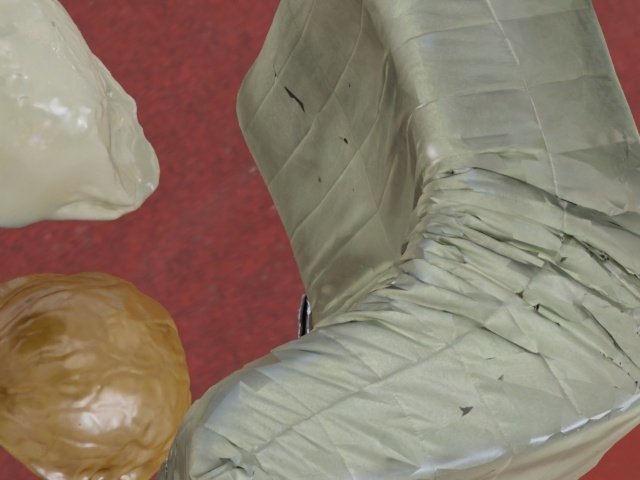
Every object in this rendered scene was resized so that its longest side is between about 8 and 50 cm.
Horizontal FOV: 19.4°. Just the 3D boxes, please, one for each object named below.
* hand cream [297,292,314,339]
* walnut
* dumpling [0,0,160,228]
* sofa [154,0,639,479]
[{"bbox_3d":[0.022,0.070,1.009,0.076,0.336,0.121,2,95,11],"label":"hand cream"},{"bbox_3d":[-0.147,0.087,1.282,0.211,0.087,0.167,-5,71,-64],"label":"walnut"},{"bbox_3d":[-0.213,-0.102,1.146,0.258,0.147,0.193,17,35,-36],"label":"dumpling"},{"bbox_3d":[0.000,0.000,0.660,0.176,0.210,0.225,-11,73,-16],"label":"sofa"}]
